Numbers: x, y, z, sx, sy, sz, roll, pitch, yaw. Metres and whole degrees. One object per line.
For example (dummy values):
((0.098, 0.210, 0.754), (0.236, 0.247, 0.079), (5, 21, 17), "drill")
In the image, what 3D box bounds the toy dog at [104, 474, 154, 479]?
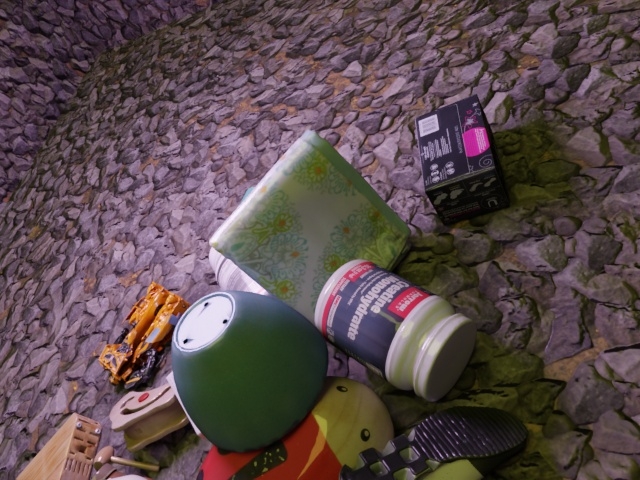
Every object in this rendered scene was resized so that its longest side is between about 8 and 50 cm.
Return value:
((-0.322, 0.604, 0.891), (0.395, 0.284, 0.408), (-25, 73, 6), "toy dog")

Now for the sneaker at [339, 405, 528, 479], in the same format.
((0.198, 0.395, 0.928), (0.330, 0.146, 0.122), (-17, 25, -9), "sneaker")

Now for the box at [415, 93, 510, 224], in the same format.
((0.323, -0.185, 1.260), (0.163, 0.142, 0.247), (-18, 48, 23), "box")

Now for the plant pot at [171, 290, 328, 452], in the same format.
((-0.157, 0.205, 0.997), (0.290, 0.195, 0.290), (-21, 38, 17), "plant pot")

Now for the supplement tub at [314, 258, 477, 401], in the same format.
((0.141, 0.168, 1.061), (0.272, 0.191, 0.191), (27, 74, 36), "supplement tub")

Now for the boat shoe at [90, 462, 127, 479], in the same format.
((-0.511, 0.652, 1.191), (0.104, 0.111, 0.307), (30, 94, 6), "boat shoe")

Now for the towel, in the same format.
((0.000, 0.000, 1.181), (0.320, 0.374, 0.090), (-51, 25, -9), "towel")

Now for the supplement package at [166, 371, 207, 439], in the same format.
((-0.196, 0.315, 1.216), (0.203, 0.149, 0.194), (-47, 45, -5), "supplement package")

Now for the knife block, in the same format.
((-0.700, 0.599, 1.378), (0.242, 0.088, 0.275), (-17, 50, 22), "knife block")

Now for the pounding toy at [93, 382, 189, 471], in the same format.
((-0.406, 0.447, 1.314), (0.269, 0.155, 0.154), (-28, 17, 1), "pounding toy")

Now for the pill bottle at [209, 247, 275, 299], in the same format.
((-0.162, 0.102, 1.350), (0.161, 0.161, 0.283), (-44, 44, -3), "pill bottle")

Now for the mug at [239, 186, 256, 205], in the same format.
((-0.163, -0.067, 1.520), (0.129, 0.158, 0.097), (16, 67, 14), "mug")

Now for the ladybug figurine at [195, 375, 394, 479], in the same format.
((-0.074, 0.428, 1.015), (0.449, 0.162, 0.305), (-40, 54, 5), "ladybug figurine")

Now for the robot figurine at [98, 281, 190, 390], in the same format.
((-0.496, 0.265, 1.503), (0.211, 0.085, 0.291), (18, 68, 42), "robot figurine")
